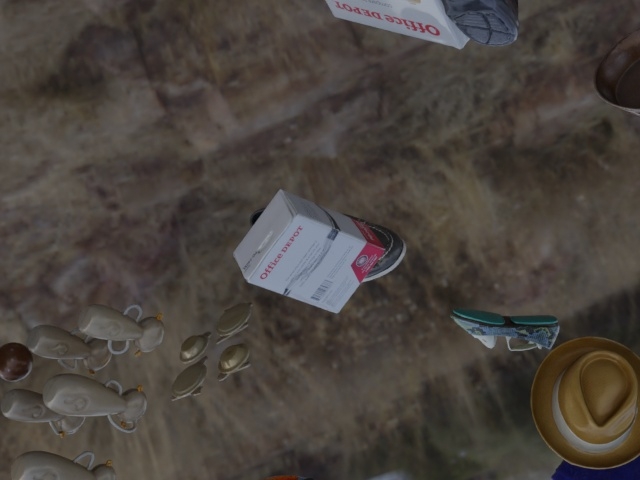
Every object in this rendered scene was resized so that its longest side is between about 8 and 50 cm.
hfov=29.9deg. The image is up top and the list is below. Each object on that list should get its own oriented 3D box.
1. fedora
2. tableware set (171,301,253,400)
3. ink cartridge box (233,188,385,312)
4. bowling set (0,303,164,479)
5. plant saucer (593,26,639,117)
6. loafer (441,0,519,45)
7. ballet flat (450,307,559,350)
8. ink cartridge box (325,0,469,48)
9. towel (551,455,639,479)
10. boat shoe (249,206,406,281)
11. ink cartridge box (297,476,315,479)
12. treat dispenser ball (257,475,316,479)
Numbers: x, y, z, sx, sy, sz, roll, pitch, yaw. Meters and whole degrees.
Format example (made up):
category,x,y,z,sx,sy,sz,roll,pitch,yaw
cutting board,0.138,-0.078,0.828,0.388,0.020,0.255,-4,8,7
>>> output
category,x,y,z,sx,sy,sz,roll,pitch,yaw
fedora,0.384,0.215,1.653,0.194,0.194,0.079,-17,156,-7
tableware set,-0.159,0.165,1.782,0.141,0.169,0.020,-28,121,18
ink cartridge box,-0.015,0.014,1.471,0.150,0.063,0.109,22,114,-37
bowling set,-0.332,0.186,1.617,0.154,0.200,0.287,20,100,-44
plant saucer,0.335,-0.160,1.095,0.168,0.168,0.029,-22,121,13
loafer,0.180,-0.365,1.539,0.109,0.095,0.302,5,158,32
ballet flat,0.312,0.156,2.042,0.188,0.070,0.070,6,164,1
ink cartridge box,0.079,-0.476,1.705,0.160,0.279,0.385,-53,138,-15
towel,0.510,0.296,1.825,0.308,0.076,0.227,-52,-157,-5
boat shoe,0.000,0.000,2.088,0.335,0.112,0.095,7,153,48
ink cartridge box,-0.026,0.348,1.312,0.065,0.165,0.332,-52,156,17
treat dispenser ball,-0.057,0.530,1.961,0.288,0.288,0.288,-18,165,-5
